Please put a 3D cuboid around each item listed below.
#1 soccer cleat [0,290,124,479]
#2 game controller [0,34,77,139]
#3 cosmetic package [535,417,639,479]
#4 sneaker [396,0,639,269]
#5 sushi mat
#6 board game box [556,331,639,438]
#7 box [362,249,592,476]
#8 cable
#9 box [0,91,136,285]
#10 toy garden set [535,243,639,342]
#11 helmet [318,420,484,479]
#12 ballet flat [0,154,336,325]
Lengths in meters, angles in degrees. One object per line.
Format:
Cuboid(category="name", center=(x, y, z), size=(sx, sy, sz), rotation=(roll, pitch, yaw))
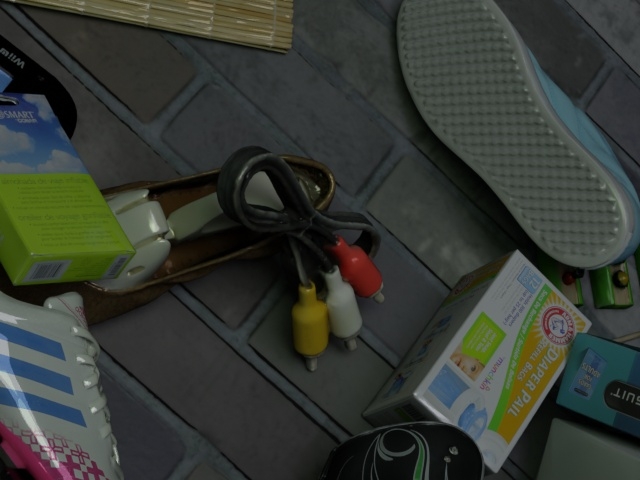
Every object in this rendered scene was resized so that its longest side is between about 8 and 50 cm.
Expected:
Cuboid(category="soccer cleat", center=(-0.215, 0.129, 1.127), size=(0.143, 0.116, 0.331), rotation=(-41, 101, -22))
Cuboid(category="game controller", center=(-0.365, -0.157, 1.193), size=(0.319, 0.067, 0.166), rotation=(38, 60, -12))
Cuboid(category="cosmetic package", center=(0.367, 0.290, 1.229), size=(0.217, 0.385, 0.156), rotation=(14, 91, -21))
Cuboid(category="sneaker", center=(0.209, -0.118, 1.461), size=(0.366, 0.135, 0.150), rotation=(61, 20, 16))
Cuboid(category="sushi mat", center=(-0.172, -0.279, 1.362), size=(0.317, 0.019, 0.151), rotation=(7, 69, -26))
Cuboid(category="board game box", center=(0.434, 0.184, 1.338), size=(0.336, 0.254, 0.079), rotation=(16, 92, -39))
Cuboid(category="box", center=(0.155, 0.124, 1.348), size=(0.114, 0.103, 0.203), rotation=(43, 59, -8))
Cuboid(category="cable", center=(0.000, 0.000, 1.233), size=(0.072, 0.287, 0.139), rotation=(34, 71, 29))
Cuboid(category="box", center=(-0.237, -0.045, 1.130), size=(0.109, 0.042, 0.178), rotation=(-3, 51, -48))
Cuboid(category="toy garden set", center=(0.356, 0.064, 1.505), size=(0.244, 0.049, 0.203), rotation=(2, 72, -27))
Cuboid(category="helmet", center=(0.082, 0.259, 1.232), size=(0.169, 0.169, 0.161), rotation=(9, 55, -25))
Cuboid(category="ballet flat", center=(-0.126, -0.011, 1.235), size=(0.342, 0.124, 0.116), rotation=(-15, 81, -30))
